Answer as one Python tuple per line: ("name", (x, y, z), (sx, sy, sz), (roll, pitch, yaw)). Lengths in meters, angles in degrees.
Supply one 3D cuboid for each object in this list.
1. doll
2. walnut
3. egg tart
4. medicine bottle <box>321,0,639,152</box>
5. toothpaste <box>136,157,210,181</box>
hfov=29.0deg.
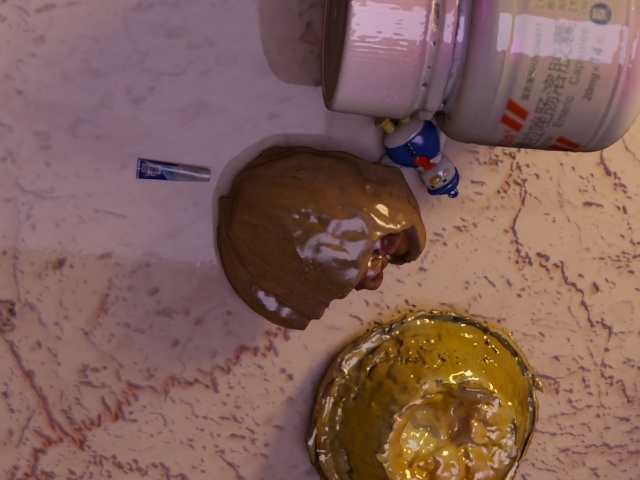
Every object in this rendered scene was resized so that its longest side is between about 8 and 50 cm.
("doll", (0.121, -0.101, 1.457), (0.099, 0.058, 0.143), (-28, 120, 22))
("walnut", (-0.002, -0.011, 1.403), (0.238, 0.141, 0.204), (-33, 106, -2))
("egg tart", (0.139, 0.237, 1.522), (0.315, 0.120, 0.315), (-4, 105, -14))
("medicine bottle", (0.173, -0.230, 1.326), (0.325, 0.256, 0.256), (4, 104, -9))
("toothpaste", (-0.167, -0.078, 1.404), (0.083, 0.015, 0.024), (4, 105, -11))
